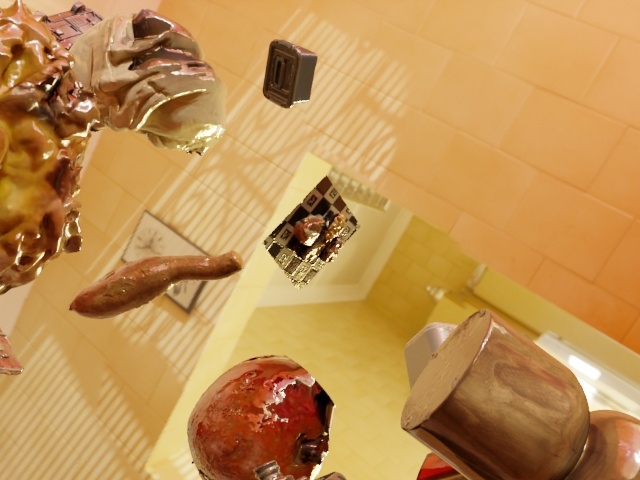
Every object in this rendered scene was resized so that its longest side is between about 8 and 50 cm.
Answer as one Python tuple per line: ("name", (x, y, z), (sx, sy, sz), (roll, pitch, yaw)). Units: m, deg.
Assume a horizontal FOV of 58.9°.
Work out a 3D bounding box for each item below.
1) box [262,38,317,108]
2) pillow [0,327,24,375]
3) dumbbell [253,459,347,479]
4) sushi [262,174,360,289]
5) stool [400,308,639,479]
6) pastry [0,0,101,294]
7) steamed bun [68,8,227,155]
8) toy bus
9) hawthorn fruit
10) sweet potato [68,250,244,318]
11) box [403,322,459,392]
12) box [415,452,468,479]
("box", (-0.047, -0.267, 0.911), (0.054, 0.074, 0.099), (-18, -48, -43))
("pillow", (-0.659, 0.173, 1.086), (0.043, 0.232, 0.126), (-47, -36, 0))
("dumbbell", (0.012, 0.460, 0.668), (0.179, 0.406, 0.179), (-24, -16, -7))
("sushi", (0.000, 0.000, 1.095), (0.193, 0.040, 0.210), (-47, -34, -8))
("stool", (0.250, 0.227, 0.668), (0.179, 0.264, 0.179), (-53, -3, -4))
("pastry", (-0.409, -0.063, 0.509), (0.292, 0.405, 0.337), (-4, -76, -72))
("steamed bun", (-0.329, -0.322, 1.118), (0.320, 0.275, 0.206), (10, -45, -36))
("toy bus", (-0.657, -0.506, 1.484), (0.157, 0.139, 0.289), (-46, 12, 32))
("hawthorn fruit", (-0.116, 0.380, 1.173), (0.316, 0.316, 0.316), (-42, -28, -28))
("sweet potato", (-0.359, 0.084, 1.242), (0.385, 0.109, 0.109), (-18, -31, -3))
("box", (0.322, 0.286, 1.180), (0.312, 0.182, 0.175), (10, -43, -25))
("box", (0.275, 0.391, 0.820), (0.074, 0.240, 0.153), (-53, 0, -33))
